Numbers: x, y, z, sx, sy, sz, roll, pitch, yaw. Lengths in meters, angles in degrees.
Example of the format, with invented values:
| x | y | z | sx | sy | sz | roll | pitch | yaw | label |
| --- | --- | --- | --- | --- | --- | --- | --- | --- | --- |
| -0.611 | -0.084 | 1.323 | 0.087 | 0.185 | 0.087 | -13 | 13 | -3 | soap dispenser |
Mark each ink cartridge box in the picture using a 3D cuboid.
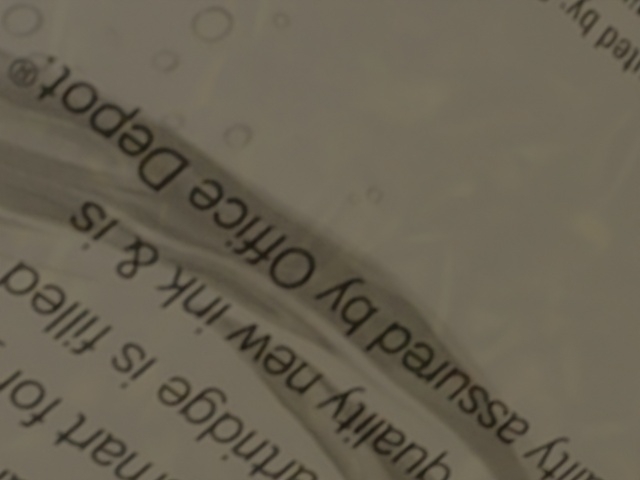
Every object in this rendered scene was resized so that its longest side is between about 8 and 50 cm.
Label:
| x | y | z | sx | sy | sz | roll | pitch | yaw | label |
| --- | --- | --- | --- | --- | --- | --- | --- | --- | --- |
| 0.000 | 0.000 | 0.404 | 0.285 | 0.166 | 0.395 | 38 | -90 | -18 | ink cartridge box |
